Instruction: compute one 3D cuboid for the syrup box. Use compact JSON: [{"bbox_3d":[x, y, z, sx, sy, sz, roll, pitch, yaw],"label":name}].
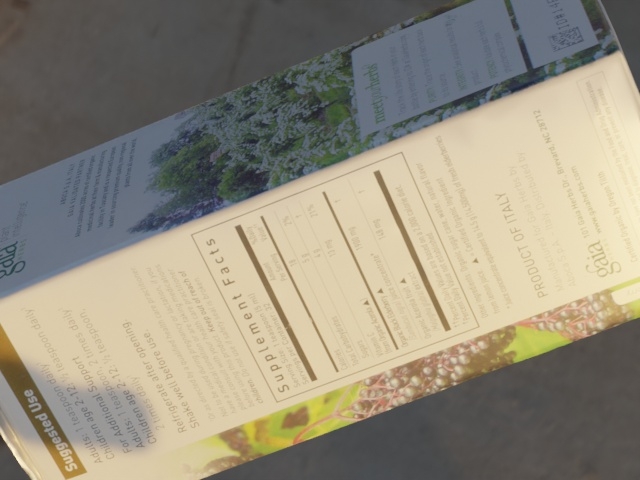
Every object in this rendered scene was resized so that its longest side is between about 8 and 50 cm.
[{"bbox_3d":[0.000,0.000,0.619,0.237,0.096,0.093,-22,26,9],"label":"syrup box"}]
